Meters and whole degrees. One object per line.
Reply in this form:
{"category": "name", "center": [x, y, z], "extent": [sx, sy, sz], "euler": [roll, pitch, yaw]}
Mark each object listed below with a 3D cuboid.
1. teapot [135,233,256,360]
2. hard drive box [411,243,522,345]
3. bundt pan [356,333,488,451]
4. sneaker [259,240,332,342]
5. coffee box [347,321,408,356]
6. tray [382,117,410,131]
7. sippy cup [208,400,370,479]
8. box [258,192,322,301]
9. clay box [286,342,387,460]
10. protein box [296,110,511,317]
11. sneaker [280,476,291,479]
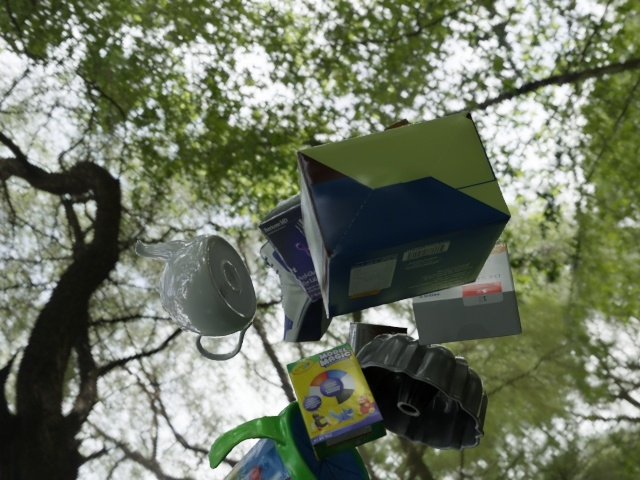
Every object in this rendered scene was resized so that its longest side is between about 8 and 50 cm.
{"category": "teapot", "center": [-0.273, 0.122, 1.710], "extent": [0.187, 0.256, 0.252], "euler": [-26, -28, 16]}
{"category": "hard drive box", "center": [0.271, 0.096, 1.410], "extent": [0.232, 0.181, 0.089], "euler": [-67, -34, -68]}
{"category": "bundt pan", "center": [0.214, 0.319, 1.654], "extent": [0.124, 0.331, 0.331], "euler": [-60, -25, -32]}
{"category": "sneaker", "center": [-0.057, 0.084, 1.840], "extent": [0.127, 0.182, 0.316], "euler": [12, -93, -52]}
{"category": "coffee box", "center": [0.140, 0.341, 1.966], "extent": [0.098, 0.141, 0.247], "euler": [151, 126, -79]}
{"category": "tray", "center": [0.158, -0.102, 1.808], "extent": [0.076, 0.203, 0.411], "euler": [-29, -9, -24]}
{"category": "sippy cup", "center": [-0.062, 0.453, 1.392], "extent": [0.224, 0.305, 0.240], "euler": [-41, -5, 14]}
{"category": "box", "center": [0.000, 0.000, 1.559], "extent": [0.153, 0.207, 0.108], "euler": [-26, 16, 38]}
{"category": "clay box", "center": [0.020, 0.269, 1.341], "extent": [0.127, 0.222, 0.053], "euler": [-19, -50, -6]}
{"category": "protein box", "center": [0.086, -0.022, 0.882], "extent": [0.199, 0.136, 0.201], "euler": [-13, -22, -5]}
{"category": "sneaker", "center": [0.009, 0.384, 0.998], "extent": [0.066, 0.188, 0.071], "euler": [-56, -4, 40]}
